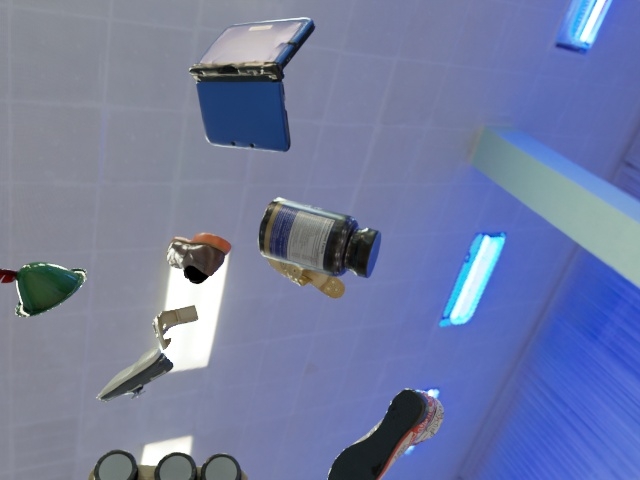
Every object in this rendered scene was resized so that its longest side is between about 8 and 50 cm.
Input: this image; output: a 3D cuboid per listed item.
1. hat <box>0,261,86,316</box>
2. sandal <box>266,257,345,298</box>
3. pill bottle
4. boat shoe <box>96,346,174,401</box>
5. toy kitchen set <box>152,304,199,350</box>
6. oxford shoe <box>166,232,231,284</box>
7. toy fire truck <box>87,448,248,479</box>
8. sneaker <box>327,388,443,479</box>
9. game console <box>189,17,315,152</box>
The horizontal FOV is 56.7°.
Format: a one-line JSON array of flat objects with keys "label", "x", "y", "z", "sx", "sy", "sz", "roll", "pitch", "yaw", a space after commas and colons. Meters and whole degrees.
[{"label": "hat", "x": -0.663, "y": 0.056, "z": 1.346, "sx": 0.172, "sy": 0.209, "sz": 0.184, "roll": -16, "pitch": -63, "yaw": 11}, {"label": "sandal", "x": -0.038, "y": 0.088, "z": 1.619, "sx": 0.239, "sy": 0.079, "sz": 0.088, "roll": 29, "pitch": -84, "yaw": -1}, {"label": "pill bottle", "x": 0.000, "y": 0.000, "z": 1.144, "sx": 0.219, "sy": 0.123, "sz": 0.123, "roll": 15, "pitch": -56, "yaw": 14}, {"label": "boat shoe", "x": -0.515, "y": 0.388, "z": 1.651, "sx": 0.254, "sy": 0.095, "sz": 0.079, "roll": -37, "pitch": -73, "yaw": 13}, {"label": "toy kitchen set", "x": -0.301, "y": 0.186, "z": 1.242, "sx": 0.075, "sy": 0.068, "sz": 0.083, "roll": -10, "pitch": -19, "yaw": -33}, {"label": "oxford shoe", "x": -0.307, "y": 0.050, "z": 1.389, "sx": 0.096, "sy": 0.271, "sz": 0.099, "roll": 28, "pitch": -112, "yaw": -26}, {"label": "toy fire truck", "x": -0.213, "y": 0.432, "z": 0.791, "sx": 0.216, "sy": 0.247, "sz": 0.159, "roll": 5, "pitch": -41, "yaw": -8}, {"label": "sneaker", "x": 0.140, "y": 0.413, "z": 1.191, "sx": 0.270, "sy": 0.090, "sz": 0.145, "roll": -52, "pitch": -36, "yaw": 7}, {"label": "game console", "x": -0.146, "y": -0.359, "z": 1.366, "sx": 0.250, "sy": 0.293, "sz": 0.173, "roll": -57, "pitch": -43, "yaw": -23}]
